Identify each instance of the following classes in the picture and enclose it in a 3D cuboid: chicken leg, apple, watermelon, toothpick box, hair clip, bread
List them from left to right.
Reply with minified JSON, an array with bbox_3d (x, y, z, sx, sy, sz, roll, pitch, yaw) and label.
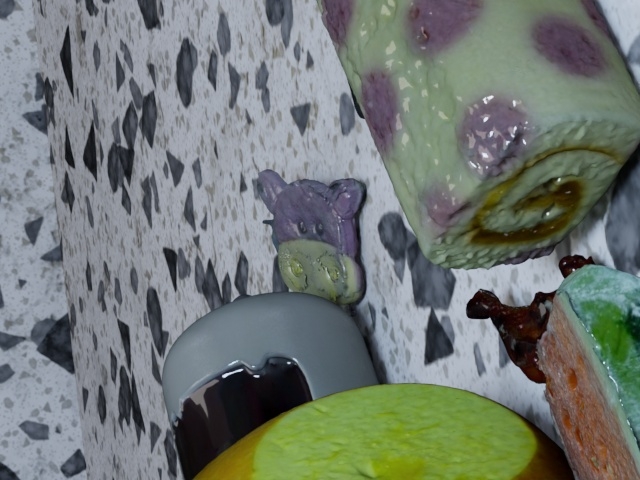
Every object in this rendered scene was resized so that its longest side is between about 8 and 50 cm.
[{"bbox_3d":[-0.026,0.189,1.776,0.229,0.229,0.316,113,145,-53],"label":"toothpick box"},{"bbox_3d":[-0.008,0.002,1.870,0.187,0.056,0.146,-162,61,-65],"label":"hair clip"},{"bbox_3d":[0.038,0.288,1.419,0.384,0.374,0.374,153,110,-69],"label":"apple"},{"bbox_3d":[0.098,-0.158,1.387,0.187,0.155,0.338,117,143,-49],"label":"bread"},{"bbox_3d":[0.172,0.063,1.408,0.219,0.048,0.089,151,115,-68],"label":"chicken leg"},{"bbox_3d":[0.216,0.112,1.222,0.257,0.140,0.193,131,126,-76],"label":"watermelon"}]

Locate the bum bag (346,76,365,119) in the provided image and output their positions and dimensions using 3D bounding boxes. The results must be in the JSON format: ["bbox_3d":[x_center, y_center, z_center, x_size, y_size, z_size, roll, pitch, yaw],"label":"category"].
[{"bbox_3d":[0.033,-0.239,1.661,0.137,0.074,0.310,-50,49,50],"label":"bum bag"}]
